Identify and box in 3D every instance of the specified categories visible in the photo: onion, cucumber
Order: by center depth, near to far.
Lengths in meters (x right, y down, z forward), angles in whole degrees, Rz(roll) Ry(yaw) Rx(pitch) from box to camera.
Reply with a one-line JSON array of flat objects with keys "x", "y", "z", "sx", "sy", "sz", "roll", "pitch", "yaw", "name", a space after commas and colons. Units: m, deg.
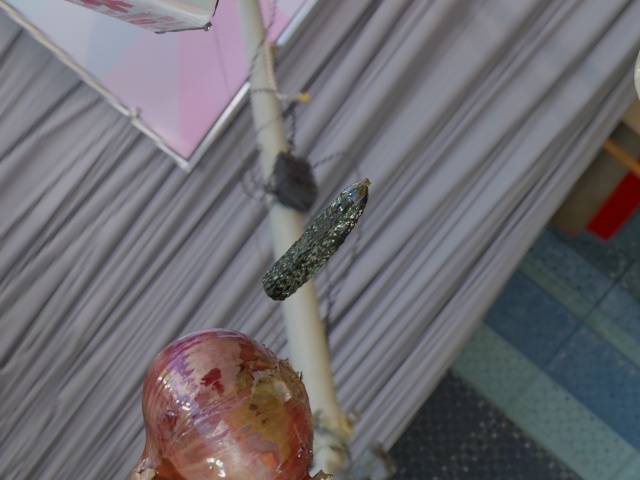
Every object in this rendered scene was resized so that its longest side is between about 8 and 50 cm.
[{"x": 0.000, "y": 0.000, "z": 1.787, "sx": 0.067, "sy": 0.293, "sz": 0.067, "roll": 24, "pitch": -138, "yaw": -23, "name": "cucumber"}, {"x": -0.142, "y": 0.316, "z": 1.820, "sx": 0.354, "sy": 0.353, "sz": 0.353, "roll": 37, "pitch": -170, "yaw": -8, "name": "onion"}]

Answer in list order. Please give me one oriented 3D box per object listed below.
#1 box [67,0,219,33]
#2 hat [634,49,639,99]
[{"x": -0.326, "y": -0.382, "z": 1.472, "sx": 0.370, "sy": 0.112, "sz": 0.190, "roll": 15, "pitch": 178, "yaw": -36, "name": "box"}, {"x": 0.501, "y": -0.239, "z": 1.399, "sx": 0.164, "sy": 0.226, "sz": 0.219, "roll": -12, "pitch": -99, "yaw": -58, "name": "hat"}]
